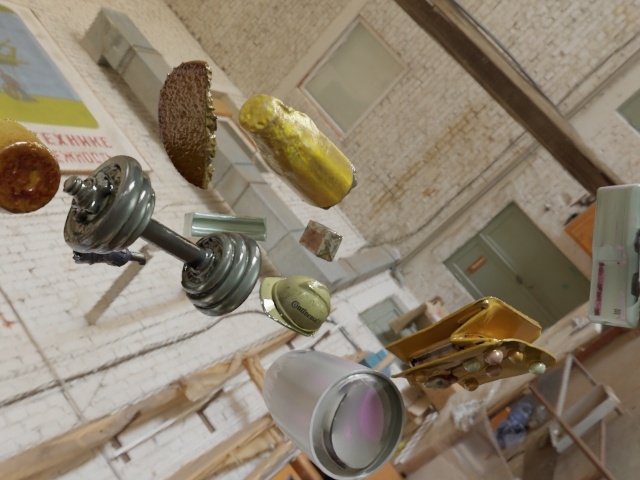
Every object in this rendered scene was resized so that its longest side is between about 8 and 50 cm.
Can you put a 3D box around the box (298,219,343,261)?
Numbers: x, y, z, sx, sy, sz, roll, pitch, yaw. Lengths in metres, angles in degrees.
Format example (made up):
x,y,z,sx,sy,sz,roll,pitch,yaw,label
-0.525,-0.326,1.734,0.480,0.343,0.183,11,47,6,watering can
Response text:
x,y,z,sx,sy,sz,roll,pitch,yaw,label
0.000,0.000,1.190,0.098,0.045,0.062,30,97,61,box

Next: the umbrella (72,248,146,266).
x,y,z,sx,sy,sz,roll,pitch,yaw,label
-0.511,0.030,1.433,0.071,0.071,0.248,-42,-16,13,umbrella

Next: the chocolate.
x,y,z,sx,sy,sz,roll,pitch,yaw,label
-0.044,-0.200,1.281,0.162,0.162,0.445,-41,-20,5,chocolate

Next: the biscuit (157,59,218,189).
x,y,z,sx,sy,sz,roll,pitch,yaw,label
-0.215,-0.192,0.946,0.025,0.126,0.206,-26,-48,-48,biscuit

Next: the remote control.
x,y,z,sx,sy,sz,roll,pitch,yaw,label
0.347,0.017,0.694,0.029,0.166,0.065,9,-4,-25,remote control

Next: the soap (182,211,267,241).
x,y,z,sx,sy,sz,roll,pitch,yaw,label
-0.243,-0.034,1.501,0.198,0.066,0.119,4,0,-23,soap

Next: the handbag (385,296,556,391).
x,y,z,sx,sy,sz,roll,pitch,yaw,label
0.361,0.272,1.380,0.283,0.132,0.401,-28,-31,28,handbag

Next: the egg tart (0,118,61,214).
x,y,z,sx,sy,sz,roll,pitch,yaw,label
-0.619,-0.135,1.178,0.203,0.147,0.202,-25,-56,-43,egg tart

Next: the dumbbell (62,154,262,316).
x,y,z,sx,sy,sz,roll,pitch,yaw,label
-0.268,0.001,1.039,0.179,0.179,0.406,-43,-48,13,dumbbell

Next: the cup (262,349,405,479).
x,y,z,sx,sy,sz,roll,pitch,yaw,label
0.017,0.408,1.457,0.253,0.253,0.372,-35,17,-21,cup

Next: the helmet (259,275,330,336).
x,y,z,sx,sy,sz,roll,pitch,yaw,label
-0.052,0.181,1.850,0.258,0.204,0.137,28,-52,-35,helmet
